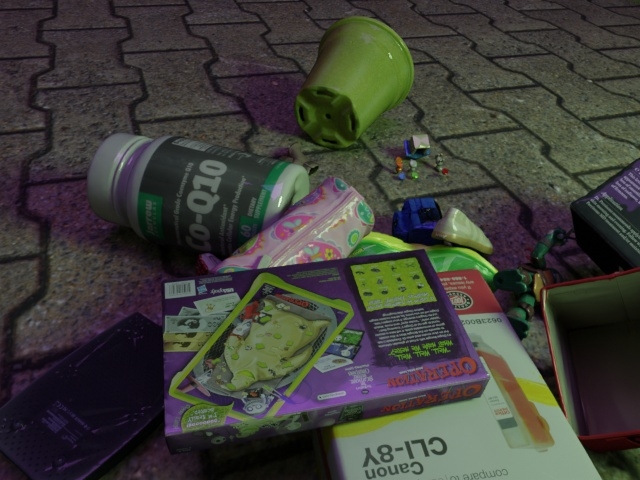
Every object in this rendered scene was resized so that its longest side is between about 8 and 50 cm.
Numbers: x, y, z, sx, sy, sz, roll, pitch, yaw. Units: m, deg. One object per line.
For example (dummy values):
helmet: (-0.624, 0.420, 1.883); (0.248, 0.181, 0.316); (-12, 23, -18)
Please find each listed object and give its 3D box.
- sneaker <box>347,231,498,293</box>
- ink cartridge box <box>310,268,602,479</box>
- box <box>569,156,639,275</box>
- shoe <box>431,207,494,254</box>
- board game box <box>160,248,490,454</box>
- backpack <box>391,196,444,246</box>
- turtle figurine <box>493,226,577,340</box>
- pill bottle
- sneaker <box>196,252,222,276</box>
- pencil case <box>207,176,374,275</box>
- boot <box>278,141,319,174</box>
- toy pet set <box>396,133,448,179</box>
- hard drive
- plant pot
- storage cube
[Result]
sneaker: (0.167, 0.068, 0.964); (0.295, 0.109, 0.124); (9, 67, -2)
ink cartridge box: (0.134, 0.227, 0.690); (0.279, 0.161, 0.385); (-4, 40, -10)
box: (0.643, 0.000, 0.865); (0.312, 0.179, 0.343); (-37, 54, 9)
shoe: (0.269, -0.012, 1.002); (0.076, 0.058, 0.219); (11, -3, 33)
board game box: (-0.006, 0.114, 0.644); (0.346, 0.056, 0.208); (-6, 40, -11)
backpack: (0.190, -0.029, 1.070); (0.101, 0.098, 0.120); (2, 39, 4)
turtle figurine: (0.384, 0.079, 0.947); (0.234, 0.118, 0.175); (-16, 84, -40)
pill bottle: (-0.217, -0.076, 0.999); (0.360, 0.204, 0.204); (14, 39, 12)
sneaker: (-0.123, 0.096, 0.901); (0.225, 0.088, 0.092); (39, 45, 23)
pencil case: (-0.042, 0.020, 0.828); (0.124, 0.124, 0.284); (31, 53, 29)
boot: (-0.043, -0.187, 1.294); (0.086, 0.042, 0.118); (24, 43, 13)
toy pet set: (0.232, -0.194, 1.330); (0.122, 0.065, 0.114); (-6, 75, -9)
hard drive: (-0.292, 0.216, 0.743); (0.171, 0.054, 0.254); (25, 43, 23)
plant pot: (0.065, -0.377, 1.391); (0.275, 0.276, 0.254); (19, 52, 17)
storage cube: (0.405, 0.159, 0.695); (0.183, 0.193, 0.215); (-17, 59, 27)
